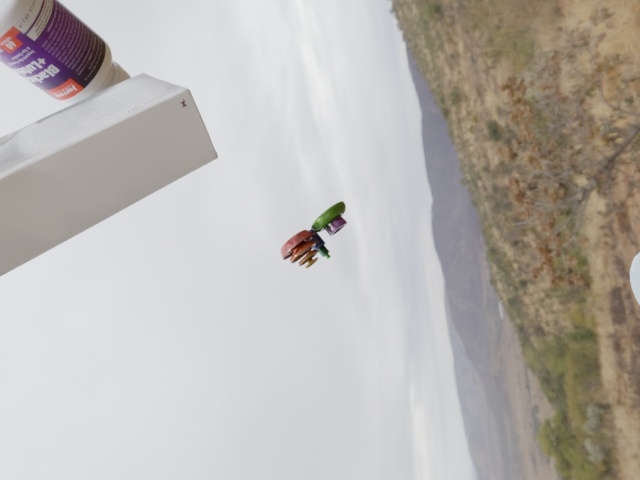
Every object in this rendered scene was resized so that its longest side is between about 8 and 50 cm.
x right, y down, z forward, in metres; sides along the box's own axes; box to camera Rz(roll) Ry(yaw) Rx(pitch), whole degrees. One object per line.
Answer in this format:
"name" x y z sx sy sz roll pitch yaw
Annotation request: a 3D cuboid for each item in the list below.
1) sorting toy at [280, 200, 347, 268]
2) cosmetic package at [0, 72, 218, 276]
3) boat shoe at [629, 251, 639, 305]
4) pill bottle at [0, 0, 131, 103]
"sorting toy" 0.000 0.000 0.684 0.042 0.102 0.061 50 168 8
"cosmetic package" -0.199 -0.034 0.389 0.099 0.239 0.060 31 147 51
"boat shoe" 0.210 -0.021 0.271 0.065 0.083 0.183 39 161 35
"pill bottle" -0.348 -0.249 0.754 0.193 0.108 0.108 39 -136 -55
